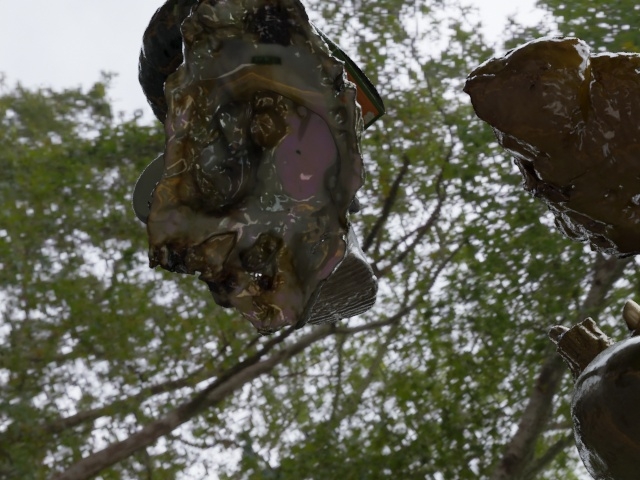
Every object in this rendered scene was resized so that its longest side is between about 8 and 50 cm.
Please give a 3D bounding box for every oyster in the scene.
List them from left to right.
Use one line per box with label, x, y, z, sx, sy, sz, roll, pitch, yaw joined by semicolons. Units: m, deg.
oyster;-0.053;-0.088;0.797;0.201;0.107;0.355;10;-71;-3

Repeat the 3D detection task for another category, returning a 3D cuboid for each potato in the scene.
potato;0.354;0.189;0.862;0.174;0.159;0.251;-4;-37;18

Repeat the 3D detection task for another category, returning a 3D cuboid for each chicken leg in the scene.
chicken leg;0.280;-0.118;0.707;0.409;0.295;0.182;137;-36;-62

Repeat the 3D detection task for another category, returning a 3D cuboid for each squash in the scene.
squash;-0.145;-0.254;1.223;0.252;0.165;0.252;6;-49;7

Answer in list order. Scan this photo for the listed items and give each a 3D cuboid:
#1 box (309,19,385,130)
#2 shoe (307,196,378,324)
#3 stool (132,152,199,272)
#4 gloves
box;-0.001;-0.299;1.578;0.148;0.177;0.195;-39;-144;5
shoe;0.003;0.000;1.550;0.351;0.171;0.198;72;6;-45
stool;-0.278;-0.072;1.782;0.195;0.199;0.195;-35;-131;4
gloves;0.491;0.226;1.200;0.356;0.155;0.203;35;-60;30
